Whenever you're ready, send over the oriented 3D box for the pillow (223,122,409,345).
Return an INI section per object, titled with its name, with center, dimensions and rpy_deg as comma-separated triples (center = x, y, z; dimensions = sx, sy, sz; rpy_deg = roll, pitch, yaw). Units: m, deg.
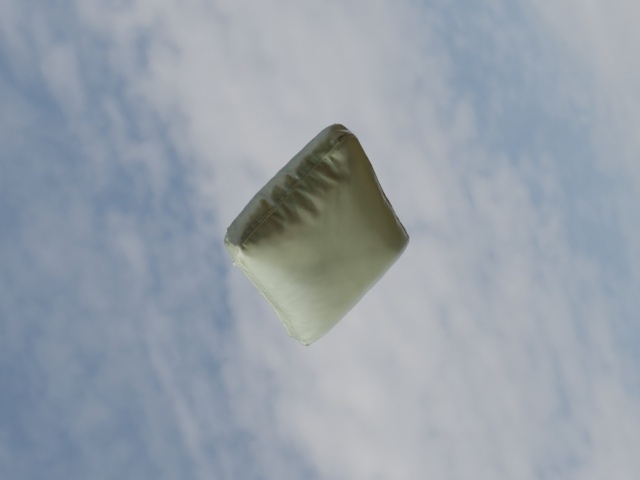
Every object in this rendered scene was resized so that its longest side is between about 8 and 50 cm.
[pillow]
center = 0.000, 0.000, 2.167
dimensions = 0.120, 0.255, 0.322
rpy_deg = 38, 169, 36
